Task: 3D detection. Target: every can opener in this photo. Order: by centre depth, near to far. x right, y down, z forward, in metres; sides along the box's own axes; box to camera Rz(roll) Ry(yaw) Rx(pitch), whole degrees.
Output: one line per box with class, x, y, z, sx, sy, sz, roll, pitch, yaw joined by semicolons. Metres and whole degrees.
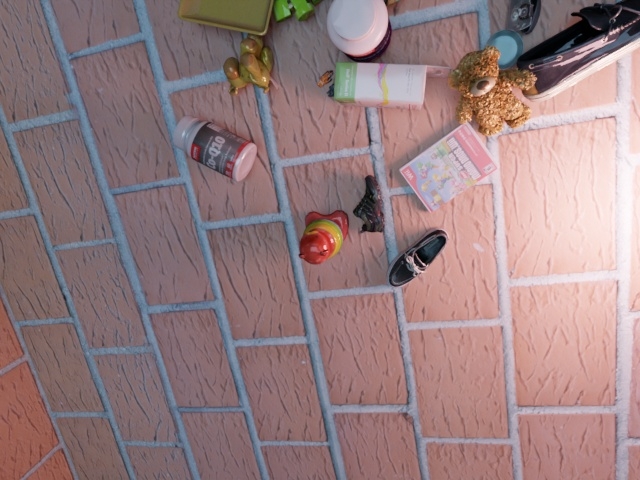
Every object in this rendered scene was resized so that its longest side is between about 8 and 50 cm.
can opener;0.638;-0.791;1.273;0.076;0.095;0.282;17;109;49

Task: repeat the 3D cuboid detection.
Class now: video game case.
video game case;0.458;-0.260;1.491;0.285;0.025;0.204;-35;97;20

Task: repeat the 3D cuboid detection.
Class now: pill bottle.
pill bottle;0.123;-0.662;1.283;0.182;0.323;0.181;4;108;12
pill bottle;-0.404;-0.355;1.583;0.284;0.161;0.161;27;111;4

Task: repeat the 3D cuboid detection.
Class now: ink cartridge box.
ink cartridge box;0.237;-0.503;1.367;0.354;0.207;0.119;7;103;11

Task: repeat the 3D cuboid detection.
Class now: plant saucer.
plant saucer;0.596;-0.621;1.350;0.120;0.021;0.119;3;107;11
plant saucer;-0.291;-0.883;1.413;0.333;0.081;0.332;16;99;10

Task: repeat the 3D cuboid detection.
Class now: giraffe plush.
giraffe plush;-0.272;-0.617;1.493;0.171;0.181;0.210;-1;141;23

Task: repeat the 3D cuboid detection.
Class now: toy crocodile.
toy crocodile;-0.014;-0.842;1.387;0.341;0.105;0.115;-29;98;15

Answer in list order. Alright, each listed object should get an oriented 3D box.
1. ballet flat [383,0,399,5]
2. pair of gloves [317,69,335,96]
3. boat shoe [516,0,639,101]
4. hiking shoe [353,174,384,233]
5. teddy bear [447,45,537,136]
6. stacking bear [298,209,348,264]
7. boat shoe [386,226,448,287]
ballet flat;0.194;-0.931;1.308;0.123;0.123;0.348;-17;102;17
pair of gloves;0.037;-0.568;1.499;0.083;0.010;0.074;45;109;-6
boat shoe;0.818;-0.616;1.210;0.501;0.186;0.156;-32;118;24
hiking shoe;0.175;-0.131;1.561;0.114;0.086;0.226;-7;106;11
teddy bear;0.533;-0.436;1.290;0.246;0.338;0.112;3;67;25
stacking bear;0.000;0.000;1.532;0.176;0.289;0.164;-2;106;13
boat shoe;0.366;0.080;1.573;0.306;0.105;0.113;-42;94;20
